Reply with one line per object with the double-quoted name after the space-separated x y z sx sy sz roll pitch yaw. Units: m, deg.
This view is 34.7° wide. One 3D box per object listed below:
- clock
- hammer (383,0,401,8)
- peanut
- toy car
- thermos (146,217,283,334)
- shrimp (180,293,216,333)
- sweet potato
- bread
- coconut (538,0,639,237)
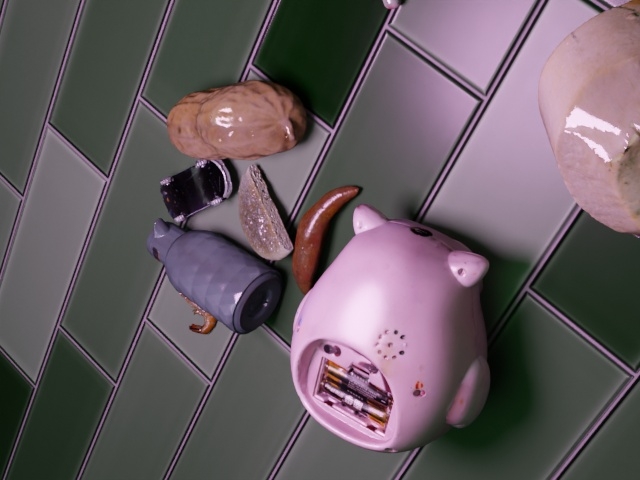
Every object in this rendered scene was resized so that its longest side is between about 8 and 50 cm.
0.116 0.157 1.720 0.368 0.251 0.376 26 119 29 "clock"
0.137 -0.410 1.673 0.083 0.031 0.052 -8 103 33 "hammer"
-0.169 -0.220 1.887 0.291 0.159 0.143 2 79 37 "peanut"
-0.245 -0.103 2.043 0.205 0.056 0.095 -21 90 40 "toy car"
-0.218 0.066 2.032 0.287 0.145 0.182 31 154 29 "thermos"
-0.271 0.143 2.160 0.127 0.025 0.091 43 127 16 "shrimp"
-0.008 -0.007 1.893 0.078 0.058 0.255 28 118 9 "sweet potato"
-0.122 -0.037 1.962 0.112 0.036 0.193 -46 62 49 "bread"
0.442 -0.166 1.351 0.323 0.323 0.322 12 111 34 "coconut"
